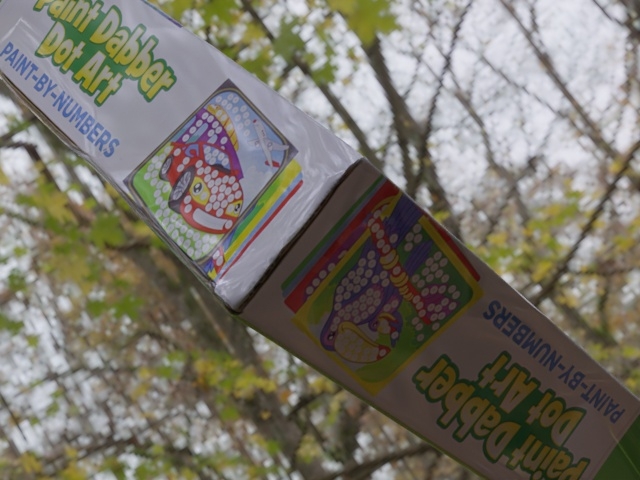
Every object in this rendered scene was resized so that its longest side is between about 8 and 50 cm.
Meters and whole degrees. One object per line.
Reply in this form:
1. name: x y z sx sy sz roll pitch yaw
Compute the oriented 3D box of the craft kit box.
1. craft kit box: 0.000 0.000 0.475 0.061 0.246 0.250 -50 -46 3
